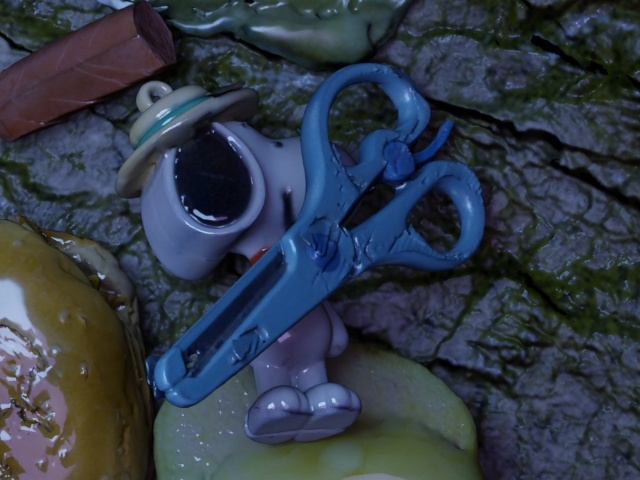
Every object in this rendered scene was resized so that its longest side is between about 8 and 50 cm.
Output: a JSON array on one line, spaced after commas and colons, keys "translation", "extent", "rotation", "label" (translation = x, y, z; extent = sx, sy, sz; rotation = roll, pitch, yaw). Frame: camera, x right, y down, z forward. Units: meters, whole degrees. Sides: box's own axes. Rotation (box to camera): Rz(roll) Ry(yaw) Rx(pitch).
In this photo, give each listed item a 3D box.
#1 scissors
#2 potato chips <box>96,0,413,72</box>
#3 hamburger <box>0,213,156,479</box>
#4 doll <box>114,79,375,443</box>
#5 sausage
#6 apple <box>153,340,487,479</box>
[{"translation": [0.000, 0.000, 1.236], "extent": [0.180, 0.393, 0.032], "rotation": [52, 136, -5], "label": "scissors"}, {"translation": [-0.052, -0.338, 1.322], "extent": [0.389, 0.097, 0.373], "rotation": [24, 109, -3], "label": "potato chips"}, {"translation": [-0.275, 0.141, 1.310], "extent": [0.284, 0.174, 0.304], "rotation": [-10, 89, 7], "label": "hamburger"}, {"translation": [-0.059, 0.011, 1.282], "extent": [0.208, 0.144, 0.271], "rotation": [14, 60, -12], "label": "doll"}, {"translation": [-0.198, -0.128, 1.339], "extent": [0.169, 0.065, 0.065], "rotation": [-23, 91, 20], "label": "sausage"}, {"translation": [0.002, 0.176, 1.333], "extent": [0.265, 0.120, 0.193], "rotation": [0, 61, -2], "label": "apple"}]
